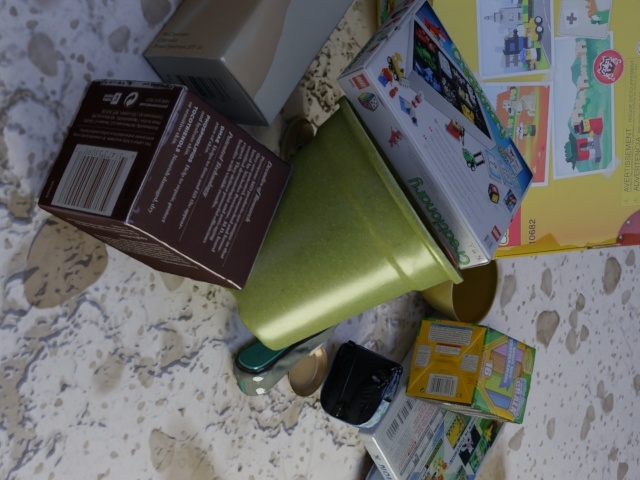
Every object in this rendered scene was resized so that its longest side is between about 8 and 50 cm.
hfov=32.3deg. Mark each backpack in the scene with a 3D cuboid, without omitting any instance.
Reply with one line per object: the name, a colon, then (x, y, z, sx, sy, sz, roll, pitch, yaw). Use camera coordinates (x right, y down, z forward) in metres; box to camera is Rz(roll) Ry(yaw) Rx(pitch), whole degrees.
backpack: (0.061, 0.223, 1.662, 0.114, 0.105, 0.084, -64, 158, -7)

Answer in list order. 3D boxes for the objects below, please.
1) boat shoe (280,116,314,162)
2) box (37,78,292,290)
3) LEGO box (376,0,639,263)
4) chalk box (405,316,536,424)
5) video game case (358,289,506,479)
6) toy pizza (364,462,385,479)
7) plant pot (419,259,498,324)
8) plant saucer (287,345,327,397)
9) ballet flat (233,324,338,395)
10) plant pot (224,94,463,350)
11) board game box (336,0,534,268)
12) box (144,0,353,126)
boat shoe: (-0.025, -0.094, 1.535, 0.056, 0.048, 0.153, 7, 93, -49)
box: (-0.177, -0.064, 1.279, 0.203, 0.168, 0.167, 34, 72, -47)
LEGO box: (0.285, -0.232, 1.632, 0.372, 0.193, 0.500, -5, 104, -16)
chalk box: (0.257, 0.216, 1.788, 0.213, 0.132, 0.132, 25, 73, -49)
video game case: (0.207, 0.299, 1.864, 0.329, 0.036, 0.300, -53, 130, -34)
toy pizza: (0.116, 0.434, 1.820, 0.201, 0.032, 0.201, -5, 97, -49)
plant pot: (0.214, 0.066, 1.805, 0.134, 0.095, 0.134, -14, 109, -47)
plant saucer: (-0.023, 0.188, 1.625, 0.083, 0.015, 0.083, -13, 108, -47)
ballet flat: (-0.040, 0.145, 1.565, 0.213, 0.072, 0.068, -35, 138, -34)
plant pot: (0.000, 0.000, 1.400, 0.254, 0.276, 0.276, -32, 131, 7)
board game box: (0.158, -0.140, 1.426, 0.305, 0.053, 0.193, 55, 44, -20)
box: (-0.062, -0.299, 1.378, 0.121, 0.148, 0.311, 52, 59, -41)
